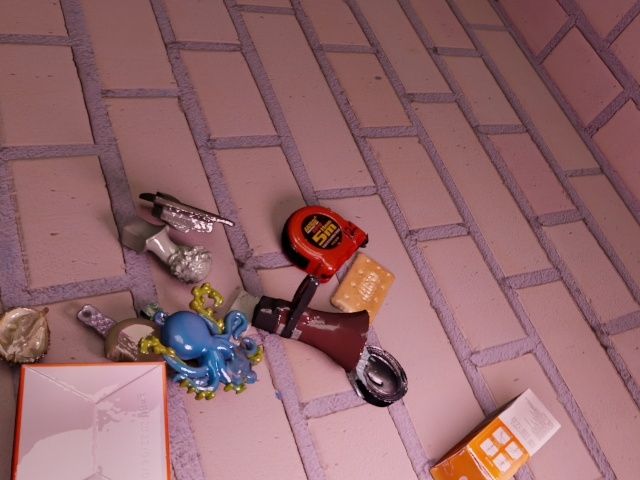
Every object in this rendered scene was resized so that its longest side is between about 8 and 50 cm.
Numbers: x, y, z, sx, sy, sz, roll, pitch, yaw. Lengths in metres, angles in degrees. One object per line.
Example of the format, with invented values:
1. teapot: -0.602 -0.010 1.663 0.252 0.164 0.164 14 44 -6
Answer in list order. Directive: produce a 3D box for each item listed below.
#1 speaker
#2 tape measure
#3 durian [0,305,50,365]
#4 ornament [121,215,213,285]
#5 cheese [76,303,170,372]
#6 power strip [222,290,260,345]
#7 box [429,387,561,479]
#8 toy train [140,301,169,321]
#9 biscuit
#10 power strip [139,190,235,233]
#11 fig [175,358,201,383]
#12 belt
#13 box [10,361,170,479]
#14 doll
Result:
1. speaker: -0.017 0.240 1.810 0.329 0.259 0.198 21 67 -15
2. tape measure: 0.000 0.001 2.094 0.260 0.114 0.253 37 50 7
3. durian: -0.750 0.240 1.584 0.148 0.091 0.189 39 45 -12
4. ornament: -0.453 0.029 1.850 0.285 0.120 0.130 28 42 -7
5. cheese: -0.526 0.265 1.681 0.286 0.082 0.163 30 49 0
6. power strip: -0.242 0.232 1.865 0.081 0.035 0.192 31 49 -3
7. box: 0.507 0.608 1.832 0.341 0.225 0.143 -26 69 -37
8. toy train: -0.465 0.212 1.775 0.083 0.033 0.053 43 55 7
9. biscuit: 0.147 0.160 2.102 0.160 0.030 0.250 35 50 1
10. power strip: -0.412 -0.072 1.882 0.251 0.257 0.092 25 86 -25
11. fig: -0.350 0.354 1.705 0.088 0.074 0.074 4 55 -41
12. belt: 0.167 0.411 1.904 0.198 0.078 0.151 47 55 8
13. box: -0.519 0.483 1.413 0.318 0.257 0.349 3 55 -25
14. doll: -0.309 0.288 1.694 0.341 0.098 0.346 42 33 -18
